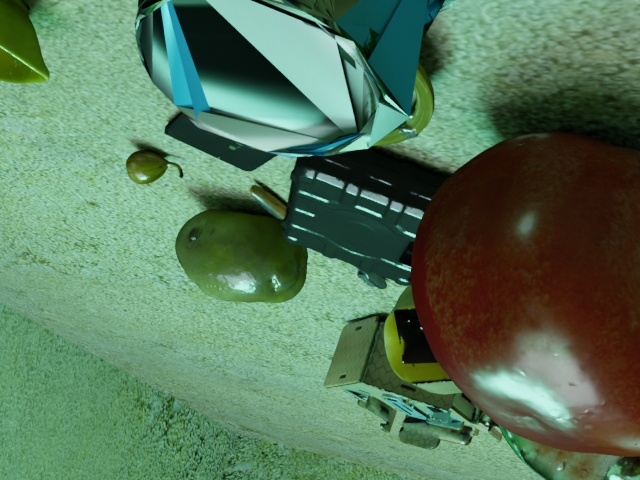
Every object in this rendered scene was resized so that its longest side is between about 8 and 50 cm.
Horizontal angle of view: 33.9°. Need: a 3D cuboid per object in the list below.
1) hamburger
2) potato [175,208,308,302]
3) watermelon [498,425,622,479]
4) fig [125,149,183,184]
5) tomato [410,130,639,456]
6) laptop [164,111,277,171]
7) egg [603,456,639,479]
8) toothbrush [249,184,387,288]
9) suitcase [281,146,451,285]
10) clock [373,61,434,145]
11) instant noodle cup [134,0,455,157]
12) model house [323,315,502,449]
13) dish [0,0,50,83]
[{"bbox_3d":[0.187,0.133,1.508,0.116,0.173,0.210,-5,172,-44],"label":"hamburger"},{"bbox_3d":[-0.117,0.023,1.578,0.200,0.137,0.154,12,-170,25],"label":"potato"},{"bbox_3d":[0.352,0.259,1.609,0.292,0.222,0.319,21,162,-13],"label":"watermelon"},{"bbox_3d":[-0.232,-0.102,1.479,0.083,0.050,0.050,6,158,12],"label":"fig"},{"bbox_3d":[0.255,0.054,1.015,0.325,0.290,0.293,41,156,-32],"label":"tomato"},{"bbox_3d":[-0.107,-0.134,1.303,0.135,0.016,0.197,26,161,-19],"label":"laptop"},{"bbox_3d":[0.554,0.381,1.807,0.169,0.169,0.231,5,169,39],"label":"egg"},{"bbox_3d":[0.002,0.000,1.551,0.031,0.023,0.321,0,153,41],"label":"toothbrush"},{"bbox_3d":[0.057,-0.033,1.331,0.206,0.066,0.285,20,162,0],"label":"suitcase"},{"bbox_3d":[0.004,-0.173,1.015,0.237,0.057,0.237,17,159,7],"label":"clock"},{"bbox_3d":[-0.018,-0.180,0.759,0.240,0.178,0.240,17,150,10],"label":"instant noodle cup"},{"bbox_3d":[0.156,0.250,1.866,0.326,0.169,0.244,7,155,38],"label":"model house"},{"bbox_3d":[-0.393,-0.250,1.183,0.207,0.080,0.149,22,165,-9],"label":"dish"}]
